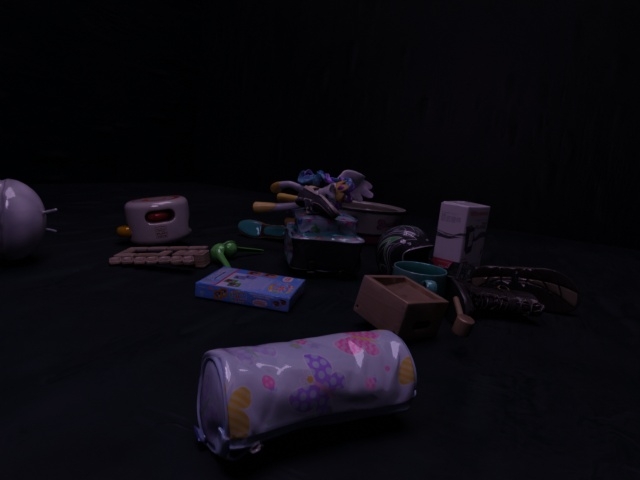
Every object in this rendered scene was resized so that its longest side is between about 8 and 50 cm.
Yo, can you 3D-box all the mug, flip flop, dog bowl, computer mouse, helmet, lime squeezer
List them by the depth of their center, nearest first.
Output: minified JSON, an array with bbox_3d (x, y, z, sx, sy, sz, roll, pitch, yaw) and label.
[{"bbox_3d":[0.229,0.114,1.092,0.130,0.097,0.158,12,13,27],"label":"mug"},{"bbox_3d":[0.559,0.128,1.252,0.277,0.112,0.080,7,-5,31],"label":"flip flop"},{"bbox_3d":[-0.256,0.035,1.335,0.110,0.058,0.310,8,10,7],"label":"lime squeezer"},{"bbox_3d":[0.250,0.033,1.365,0.170,0.161,0.169,6,11,-1],"label":"helmet"},{"bbox_3d":[0.390,0.098,1.436,0.242,0.071,0.041,10,-31,39],"label":"computer mouse"},{"bbox_3d":[0.164,-0.088,2.003,0.409,0.150,0.408,6,10,-1],"label":"dog bowl"}]

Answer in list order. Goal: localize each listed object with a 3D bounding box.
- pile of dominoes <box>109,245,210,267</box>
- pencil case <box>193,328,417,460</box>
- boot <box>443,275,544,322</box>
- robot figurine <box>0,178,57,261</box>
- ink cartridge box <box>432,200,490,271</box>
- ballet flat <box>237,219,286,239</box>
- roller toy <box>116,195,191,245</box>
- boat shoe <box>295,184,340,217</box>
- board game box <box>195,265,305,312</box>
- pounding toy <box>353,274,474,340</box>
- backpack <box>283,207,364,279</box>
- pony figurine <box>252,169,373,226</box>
[{"bbox_3d":[-0.437,0.054,1.243,0.252,0.040,0.196,-1,11,2],"label":"pile of dominoes"},{"bbox_3d":[-0.012,0.178,0.559,0.274,0.113,0.124,0,22,-33],"label":"pencil case"},{"bbox_3d":[0.413,0.143,1.079,0.229,0.091,0.263,9,11,6],"label":"boot"},{"bbox_3d":[-0.811,-0.048,1.047,0.354,0.199,0.300,0,-11,-30],"label":"robot figurine"},{"bbox_3d":[0.466,-0.008,1.510,0.100,0.236,0.172,16,14,40],"label":"ink cartridge box"},{"bbox_3d":[-0.216,-0.032,1.745,0.207,0.072,0.067,12,-16,16],"label":"ballet flat"},{"bbox_3d":[-0.514,-0.059,1.441,0.191,0.146,0.209,1,13,23],"label":"roller toy"},{"bbox_3d":[-0.012,-0.095,1.279,0.075,0.065,0.206,46,-3,-34],"label":"boat shoe"},{"bbox_3d":[-0.155,0.108,1.048,0.212,0.039,0.160,8,11,9],"label":"board game box"},{"bbox_3d":[0.204,0.153,0.909,0.181,0.094,0.206,4,19,-39],"label":"pounding toy"},{"bbox_3d":[0.000,0.000,1.366,0.226,0.190,0.253,4,6,-11],"label":"backpack"},{"bbox_3d":[0.006,-0.119,1.587,0.364,0.302,0.351,-4,-17,32],"label":"pony figurine"}]
